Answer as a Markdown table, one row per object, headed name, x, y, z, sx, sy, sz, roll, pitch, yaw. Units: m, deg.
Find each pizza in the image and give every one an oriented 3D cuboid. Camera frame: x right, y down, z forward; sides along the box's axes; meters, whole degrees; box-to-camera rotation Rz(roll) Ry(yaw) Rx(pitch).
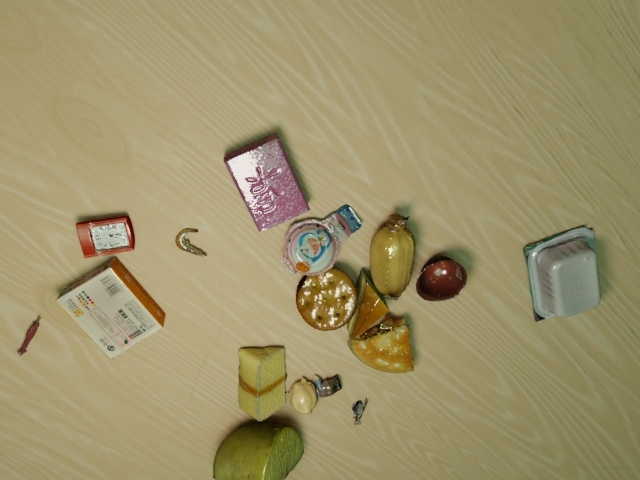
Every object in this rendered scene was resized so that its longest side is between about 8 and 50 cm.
| name | x | y | z | sx | sy | sz | roll | pitch | yaw |
| --- | --- | --- | --- | --- | --- | --- | --- | --- | --- |
| pizza | 0.240 | 0.358 | 1.972 | 0.289 | 0.081 | 0.229 | 23 | 113 | -17 |

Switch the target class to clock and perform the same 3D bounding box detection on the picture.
| name | x | y | z | sx | sy | sz | roll | pitch | yaw |
| --- | --- | --- | --- | --- | --- | --- | --- | --- | --- |
| clock | -0.654 | -0.016 | 1.703 | 0.155 | 0.061 | 0.113 | -8 | 113 | -9 |

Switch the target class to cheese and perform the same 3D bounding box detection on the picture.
| name | x | y | z | sx | sy | sz | roll | pitch | yaw |
| --- | --- | --- | --- | --- | --- | --- | --- | --- | --- |
| cheese | 0.000 | 0.000 | 1.791 | 0.286 | 0.074 | 0.189 | -36 | 100 | -6 |

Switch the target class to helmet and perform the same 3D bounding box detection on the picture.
| name | x | y | z | sx | sy | sz | roll | pitch | yaw |
| --- | --- | --- | --- | --- | --- | --- | --- | --- | --- |
| helmet | 0.398 | 0.121 | 1.886 | 0.175 | 0.106 | 0.155 | -36 | 110 | 9 |

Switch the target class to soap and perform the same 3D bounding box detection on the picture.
| name | x | y | z | sx | sy | sz | roll | pitch | yaw |
| --- | --- | --- | --- | --- | --- | --- | --- | --- | --- |
| soap | -0.161 | -0.172 | 1.698 | 0.181 | 0.081 | 0.259 | -22 | 114 | 1 |

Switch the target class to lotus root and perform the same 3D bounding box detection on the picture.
| name | x | y | z | sx | sy | sz | roll | pitch | yaw |
| --- | --- | --- | --- | --- | --- | --- | --- | --- | --- |
| lotus root | 0.236 | 0.054 | 1.823 | 0.146 | 0.131 | 0.303 | -12 | 116 | -28 |

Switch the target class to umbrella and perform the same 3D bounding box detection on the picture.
| name | x | y | z | sx | sy | sz | roll | pitch | yaw |
| --- | --- | --- | --- | --- | --- | --- | --- | --- | --- |
| umbrella | -0.948 | 0.312 | 1.810 | 0.025 | 0.027 | 0.165 | 32 | 106 | -6 |

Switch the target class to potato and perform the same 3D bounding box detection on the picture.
| name | x | y | z | sx | sy | sz | roll | pitch | yaw |
| --- | --- | --- | --- | --- | --- | --- | --- | --- | --- |
| potato | -0.243 | 0.729 | 1.957 | 0.280 | 0.330 | 0.212 | 1 | 103 | 23 |

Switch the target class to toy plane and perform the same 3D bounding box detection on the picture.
| name | x | y | z | sx | sy | sz | roll | pitch | yaw |
| --- | --- | --- | --- | --- | --- | --- | --- | --- | --- |
| toy plane | 0.144 | 0.652 | 2.109 | 0.049 | 0.031 | 0.120 | 7 | 108 | -20 |

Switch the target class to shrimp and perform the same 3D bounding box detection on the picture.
| name | x | y | z | sx | sy | sz | roll | pitch | yaw |
| --- | --- | --- | --- | --- | --- | --- | --- | --- | --- |
| shrimp | -0.402 | 0.007 | 1.768 | 0.114 | 0.023 | 0.083 | 30 | 102 | -15 |

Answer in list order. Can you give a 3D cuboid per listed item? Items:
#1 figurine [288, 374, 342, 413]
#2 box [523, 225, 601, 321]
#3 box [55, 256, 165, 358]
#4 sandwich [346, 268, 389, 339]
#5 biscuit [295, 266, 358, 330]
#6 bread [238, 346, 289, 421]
| name | x | y | z | sx | sy | sz | roll | pitch | yaw |
| --- | --- | --- | --- | --- | --- | --- | --- | --- | --- |
| figurine | -0.021 | 0.547 | 2.015 | 0.196 | 0.108 | 0.114 | -25 | 125 | -17 |
| box | 0.882 | 0.138 | 1.965 | 0.264 | 0.106 | 0.336 | -19 | 113 | 0 |
| box | -0.665 | 0.220 | 1.779 | 0.221 | 0.091 | 0.274 | -29 | 113 | 5 |
| sandwich | 0.123 | 0.218 | 1.882 | 0.187 | 0.117 | 0.144 | -41 | 110 | 11 |
| biscuit | 0.019 | 0.193 | 1.840 | 0.220 | 0.066 | 0.220 | 1 | 93 | 13 |
| bread | -0.211 | 0.502 | 1.958 | 0.178 | 0.142 | 0.266 | 3 | 111 | 7 |
